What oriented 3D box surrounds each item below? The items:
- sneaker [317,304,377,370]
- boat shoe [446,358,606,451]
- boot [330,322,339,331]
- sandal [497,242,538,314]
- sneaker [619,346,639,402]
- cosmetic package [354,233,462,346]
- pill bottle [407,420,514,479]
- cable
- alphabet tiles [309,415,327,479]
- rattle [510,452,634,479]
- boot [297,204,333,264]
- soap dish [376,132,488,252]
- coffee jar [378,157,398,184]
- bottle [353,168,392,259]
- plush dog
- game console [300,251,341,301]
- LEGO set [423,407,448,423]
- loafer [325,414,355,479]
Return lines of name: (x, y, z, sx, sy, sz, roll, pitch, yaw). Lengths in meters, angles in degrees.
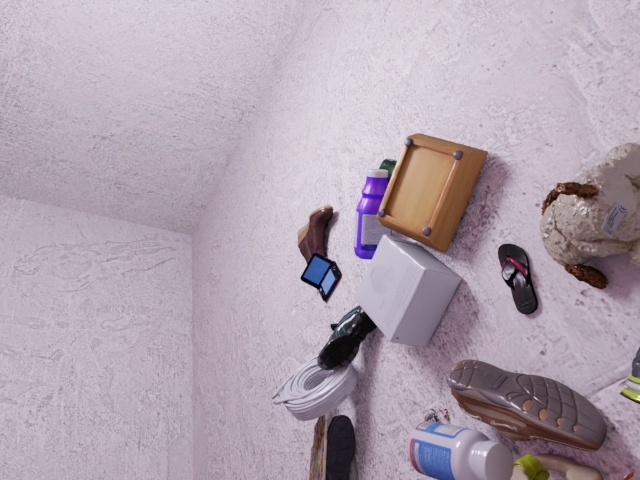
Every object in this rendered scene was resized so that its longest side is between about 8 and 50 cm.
sneaker: (0.089, 0.304, 1.509, 0.267, 0.101, 0.106, -44, 15, -9)
boat shoe: (0.412, 0.347, 0.971, 0.324, 0.123, 0.116, 12, 122, 53)
boot: (0.071, 0.337, 1.640, 0.121, 0.045, 0.099, -20, 67, 61)
sandal: (0.445, 0.080, 1.078, 0.067, 0.040, 0.179, -44, 42, 45)
sneaker: (0.598, 0.206, 0.685, 0.300, 0.111, 0.121, -6, 69, 58)
cosmetic package: (0.237, 0.138, 1.325, 0.224, 0.138, 0.224, -67, 28, 16)
pill bottle: (0.310, 0.483, 1.059, 0.221, 0.124, 0.124, -19, 62, 58)
cable: (-0.003, 0.467, 1.528, 0.257, 0.089, 0.257, -14, 21, 47)
alphabet tiles: (-0.011, 0.703, 1.495, 0.342, 0.011, 0.285, 103, 172, -52)
rattle: (0.460, 0.475, 0.857, 0.200, 0.130, 0.142, -8, 80, 32)
boot: (0.000, 0.000, 1.899, 0.248, 0.090, 0.207, -45, 54, 42)
soap dish: (0.294, -0.141, 1.303, 0.229, 0.118, 0.291, 28, 103, 40)
coffee jar: (0.257, -0.199, 1.495, 0.184, 0.079, 0.096, 38, 112, 60)
bottle: (0.170, -0.082, 1.497, 0.092, 0.118, 0.283, -133, 43, -70)
plush dog: (0.505, -0.034, 0.901, 0.225, 0.211, 0.262, 100, 170, -61)
game console: (-0.001, 0.140, 1.806, 0.144, 0.085, 0.124, -62, 31, 26)
LEGO set: (0.291, 0.454, 1.210, 0.083, 0.023, 0.054, -58, 33, 31)
loafer: (0.041, 0.700, 1.475, 0.095, 0.109, 0.302, -23, 61, 61)
